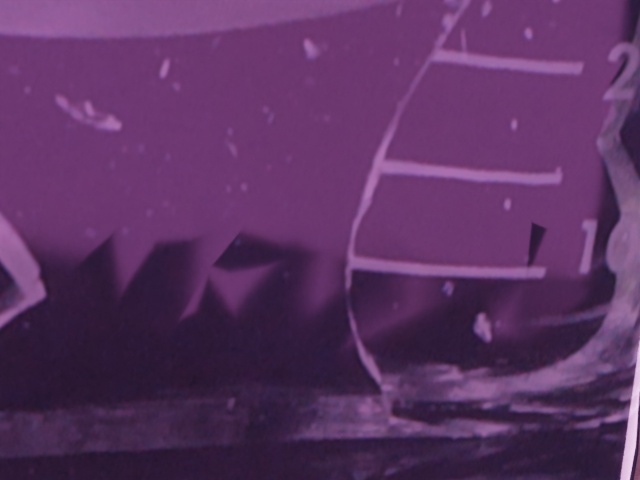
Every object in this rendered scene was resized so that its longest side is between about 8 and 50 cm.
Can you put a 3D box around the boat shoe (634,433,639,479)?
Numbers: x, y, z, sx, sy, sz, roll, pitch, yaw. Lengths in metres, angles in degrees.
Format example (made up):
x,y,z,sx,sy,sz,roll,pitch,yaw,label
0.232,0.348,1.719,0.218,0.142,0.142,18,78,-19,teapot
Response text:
x,y,z,sx,sy,sz,roll,pitch,yaw,label
0.222,0.100,1.115,0.095,0.112,0.335,-38,133,-44,boat shoe

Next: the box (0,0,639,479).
x,y,z,sx,sy,sz,roll,pitch,yaw,label
-0.163,-0.113,0.515,0.480,0.297,0.471,-2,105,-17,box
